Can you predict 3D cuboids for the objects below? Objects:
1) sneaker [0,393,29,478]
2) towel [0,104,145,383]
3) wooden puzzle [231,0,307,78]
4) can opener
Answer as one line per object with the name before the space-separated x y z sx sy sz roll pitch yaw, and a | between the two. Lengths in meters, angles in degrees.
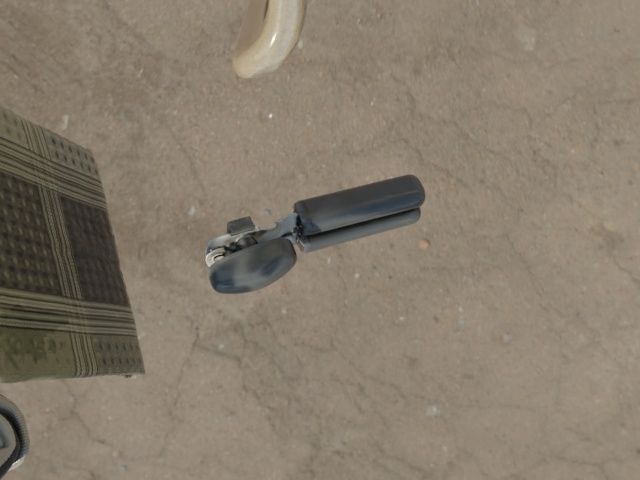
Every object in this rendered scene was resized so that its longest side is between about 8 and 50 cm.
sneaker | -0.186 0.154 0.326 0.164 0.086 0.226 -19 99 29
towel | -0.307 0.002 0.768 0.056 0.312 0.324 -20 166 10
wooden puzzle | -0.019 -0.292 0.376 0.081 0.322 0.347 -5 117 0
can opener | 0.000 0.000 0.885 0.284 0.095 0.076 -15 149 -12
